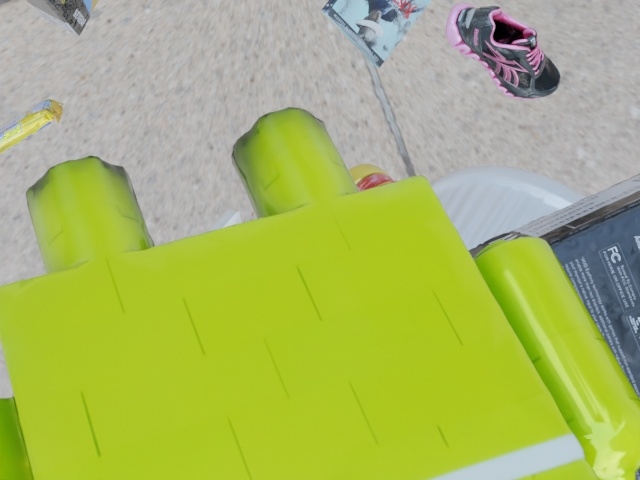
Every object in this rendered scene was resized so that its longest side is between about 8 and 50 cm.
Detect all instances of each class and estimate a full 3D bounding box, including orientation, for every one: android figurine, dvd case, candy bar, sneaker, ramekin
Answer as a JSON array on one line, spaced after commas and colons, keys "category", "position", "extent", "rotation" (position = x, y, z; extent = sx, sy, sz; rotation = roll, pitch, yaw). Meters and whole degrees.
[{"category": "android figurine", "position": [-0.008, 0.073, 0.376], "extent": [0.248, 0.273, 0.056], "rotation": [-17, 146, -16]}, {"category": "dvd case", "position": [0.063, -0.221, 0.983], "extent": [0.119, 0.013, 0.087], "rotation": [-51, 135, 1]}, {"category": "candy bar", "position": [-0.271, -0.064, 0.882], "extent": [0.161, 0.040, 0.018], "rotation": [-31, 113, 1]}, {"category": "sneaker", "position": [0.156, -0.149, 0.894], "extent": [0.119, 0.057, 0.047], "rotation": [27, 73, -32]}, {"category": "ramekin", "position": [0.174, 0.071, 1.105], "extent": [0.273, 0.127, 0.273], "rotation": [24, 139, 23]}]

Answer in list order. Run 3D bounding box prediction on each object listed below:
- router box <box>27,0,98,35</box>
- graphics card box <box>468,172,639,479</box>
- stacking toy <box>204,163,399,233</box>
[{"category": "router box", "position": [-0.212, -0.261, 0.980], "extent": [0.046, 0.179, 0.133], "rotation": [28, 89, -2]}, {"category": "graphics card box", "position": [0.291, 0.041, 0.624], "extent": [0.371, 0.094, 0.232], "rotation": [-25, 97, -4]}, {"category": "stacking toy", "position": [0.000, 0.000, 1.567], "extent": [0.279, 0.130, 0.309], "rotation": [41, 79, -42]}]
